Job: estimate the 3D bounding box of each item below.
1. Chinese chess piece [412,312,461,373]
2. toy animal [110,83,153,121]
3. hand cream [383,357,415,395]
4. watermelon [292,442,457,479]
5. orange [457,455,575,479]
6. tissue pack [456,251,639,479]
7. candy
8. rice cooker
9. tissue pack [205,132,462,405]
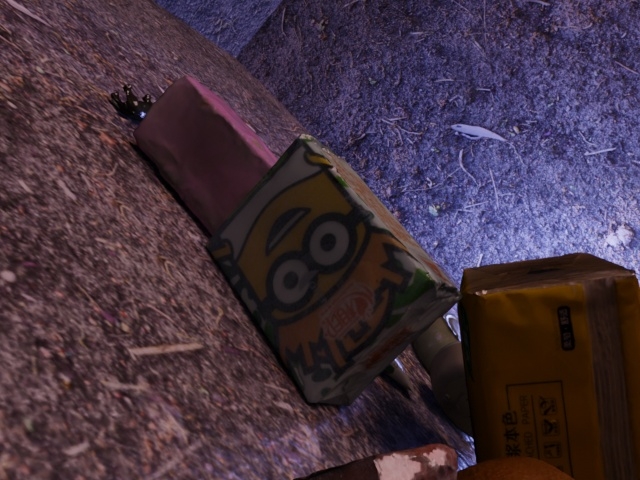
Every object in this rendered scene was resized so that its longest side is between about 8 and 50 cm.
[{"bbox_3d":[0.316,0.268,1.365,0.250,0.101,0.250,40,13,-11],"label":"Chinese chess piece"},{"bbox_3d":[-0.329,-0.244,1.186,0.065,0.047,0.135,54,14,22],"label":"toy animal"},{"bbox_3d":[0.066,0.160,1.060,0.276,0.059,0.095,44,10,-19],"label":"hand cream"},{"bbox_3d":[0.036,0.237,0.349,0.148,0.226,0.318,4,20,-28],"label":"watermelon"},{"bbox_3d":[0.197,0.316,0.613,0.206,0.206,0.206,41,12,-11],"label":"orange"},{"bbox_3d":[0.322,0.223,0.875,0.293,0.228,0.382,-21,105,-77],"label":"tissue pack"},{"bbox_3d":[-0.171,-0.129,1.034,0.265,0.155,0.115,48,8,20],"label":"candy"},{"bbox_3d":[0.292,0.280,1.148,0.206,0.145,0.127,45,24,-3],"label":"rice cooker"},{"bbox_3d":[0.008,0.036,0.863,0.128,0.228,0.311,25,22,-53],"label":"tissue pack"}]
